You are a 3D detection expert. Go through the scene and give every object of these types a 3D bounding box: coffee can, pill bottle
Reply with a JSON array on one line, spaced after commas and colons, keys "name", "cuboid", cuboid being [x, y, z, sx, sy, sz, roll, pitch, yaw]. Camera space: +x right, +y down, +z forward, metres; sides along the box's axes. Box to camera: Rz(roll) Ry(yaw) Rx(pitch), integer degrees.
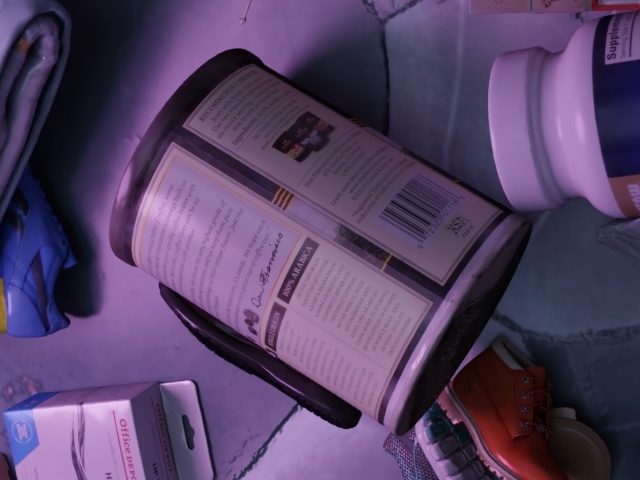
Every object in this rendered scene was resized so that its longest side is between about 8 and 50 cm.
[{"name": "coffee can", "cuboid": [0.000, 0.000, 1.167, 0.275, 0.201, 0.201, 32, 111, 14]}, {"name": "pill bottle", "cuboid": [0.265, -0.097, 1.064, 0.265, 0.153, 0.153, -7, 98, 25]}]

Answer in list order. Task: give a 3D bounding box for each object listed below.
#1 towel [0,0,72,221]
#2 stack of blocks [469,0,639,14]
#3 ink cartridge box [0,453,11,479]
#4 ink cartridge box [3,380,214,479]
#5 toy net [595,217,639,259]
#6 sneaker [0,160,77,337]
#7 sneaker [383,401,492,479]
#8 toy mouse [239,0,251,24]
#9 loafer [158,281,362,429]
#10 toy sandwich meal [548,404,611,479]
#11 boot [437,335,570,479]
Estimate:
[{"name": "towel", "cuboid": [-0.400, -0.127, 1.334, 0.320, 0.090, 0.374, 38, 113, 27]}, {"name": "stack of blocks", "cuboid": [0.181, -0.305, 0.973, 0.171, 0.087, 0.297, 0, 123, 8]}, {"name": "ink cartridge box", "cuboid": [-0.365, 0.356, 1.458, 0.193, 0.088, 0.234, -25, 90, 26]}, {"name": "ink cartridge box", "cuboid": [-0.199, 0.193, 1.368, 0.180, 0.060, 0.104, -8, 97, 24]}, {"name": "toy net", "cuboid": [0.327, 0.006, 1.107, 0.232, 0.122, 0.045, 9, 68, 35]}, {"name": "sneaker", "cuboid": [-0.272, -0.014, 1.364, 0.082, 0.069, 0.209, -4, 90, -12]}, {"name": "sneaker", "cuboid": [0.110, 0.222, 1.254, 0.076, 0.065, 0.166, -25, 87, 41]}, {"name": "toy mouse", "cuboid": [-0.048, -0.287, 1.223, 0.161, 0.031, 0.143, -39, 85, 24]}, {"name": "loafer", "cuboid": [-0.043, 0.082, 1.282, 0.220, 0.080, 0.078, 32, 78, 15]}, {"name": "toy sandwich meal", "cuboid": [0.203, 0.179, 1.216, 0.086, 0.029, 0.085, 6, 106, 21]}, {"name": "boot", "cuboid": [0.164, 0.147, 1.183, 0.084, 0.059, 0.158, -49, 49, 13]}]
